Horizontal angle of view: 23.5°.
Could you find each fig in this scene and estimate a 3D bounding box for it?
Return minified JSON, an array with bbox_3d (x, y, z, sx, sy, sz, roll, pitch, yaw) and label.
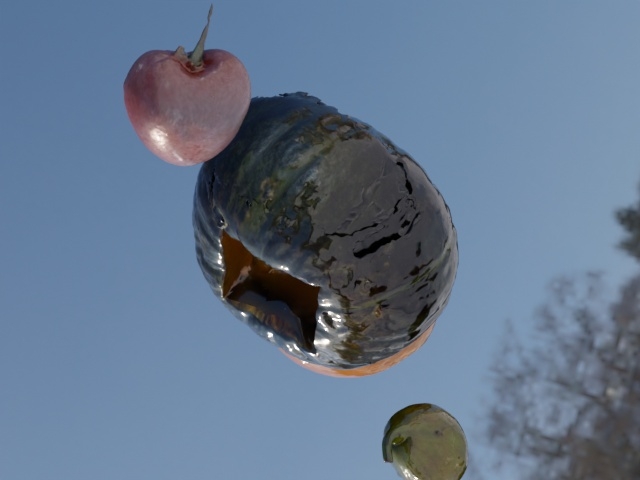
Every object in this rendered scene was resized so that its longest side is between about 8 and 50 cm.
[{"bbox_3d":[0.090,0.189,1.442,0.098,0.082,0.084,36,-129,-40],"label":"fig"}]

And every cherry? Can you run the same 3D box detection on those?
[{"bbox_3d":[-0.108,-0.114,1.292,0.126,0.106,0.087,71,-178,-48],"label":"cherry"}]

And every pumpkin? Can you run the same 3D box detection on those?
[{"bbox_3d":[0.000,0.000,1.651,0.192,0.320,0.320,-49,-33,-31],"label":"pumpkin"}]

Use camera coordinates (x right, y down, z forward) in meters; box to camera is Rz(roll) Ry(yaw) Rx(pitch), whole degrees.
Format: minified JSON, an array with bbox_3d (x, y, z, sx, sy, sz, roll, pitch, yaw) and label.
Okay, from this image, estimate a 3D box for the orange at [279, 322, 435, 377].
[{"bbox_3d":[0.032,0.054,1.979,0.246,0.246,0.246,14,-90,-69],"label":"orange"}]
